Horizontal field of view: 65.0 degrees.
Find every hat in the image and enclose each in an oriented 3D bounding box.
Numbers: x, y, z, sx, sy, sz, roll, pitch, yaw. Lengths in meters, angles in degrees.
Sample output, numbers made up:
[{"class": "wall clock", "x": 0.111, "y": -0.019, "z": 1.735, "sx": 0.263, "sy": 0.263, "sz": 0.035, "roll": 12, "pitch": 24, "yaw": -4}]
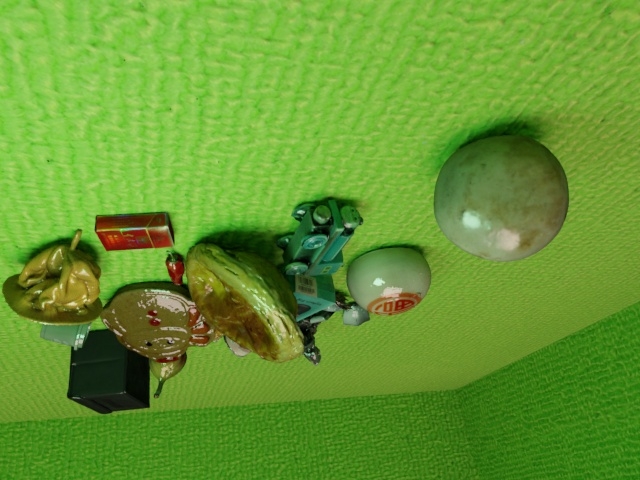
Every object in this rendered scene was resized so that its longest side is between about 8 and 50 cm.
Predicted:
[{"class": "hat", "x": -0.671, "y": 0.064, "z": 1.316, "sx": 0.233, "sy": 0.244, "sz": 0.233, "roll": -60, "pitch": 161, "yaw": 20}]

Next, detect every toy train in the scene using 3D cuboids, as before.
[{"class": "toy train", "x": 0.000, "y": 0.000, "z": 1.386, "sx": 0.194, "sy": 0.119, "sz": 0.298, "roll": -4, "pitch": 152, "yaw": -24}]

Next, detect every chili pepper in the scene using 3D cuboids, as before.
[{"class": "chili pepper", "x": -0.424, "y": 0.084, "z": 1.476, "sx": 0.050, "sy": 0.059, "sz": 0.191, "roll": -10, "pitch": 150, "yaw": -12}]

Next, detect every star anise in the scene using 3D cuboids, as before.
[{"class": "star anise", "x": -0.050, "y": 0.349, "z": 1.934, "sx": 0.129, "sy": 0.212, "sz": 0.282, "roll": 3, "pitch": 144, "yaw": 5}]

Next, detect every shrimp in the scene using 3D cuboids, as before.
[{"class": "shrimp", "x": 0.060, "y": 0.227, "z": 1.862, "sx": 0.233, "sy": 0.079, "sz": 0.090, "roll": 17, "pitch": 179, "yaw": -42}]

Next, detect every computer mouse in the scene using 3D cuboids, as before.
[{"class": "computer mouse", "x": 0.145, "y": 0.317, "z": 2.050, "sx": 0.113, "sy": 0.068, "sz": 0.229, "roll": -9, "pitch": 152, "yaw": 4}]

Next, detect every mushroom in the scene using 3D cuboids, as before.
[{"class": "mushroom", "x": 0.414, "y": -0.093, "z": 1.186, "sx": 0.298, "sy": 0.297, "sz": 0.290, "roll": -14, "pitch": 175, "yaw": 9}]

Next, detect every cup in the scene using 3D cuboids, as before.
[{"class": "cup", "x": -0.870, "y": 0.305, "z": 1.717, "sx": 0.141, "sy": 0.119, "sz": 0.120, "roll": 18, "pitch": 144, "yaw": -18}]

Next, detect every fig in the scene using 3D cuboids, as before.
[{"class": "fig", "x": -0.658, "y": 0.523, "z": 2.079, "sx": 0.160, "sy": 0.230, "sz": 0.143, "roll": -26, "pitch": 107, "yaw": 39}]

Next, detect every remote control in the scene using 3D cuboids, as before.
[{"class": "remote control", "x": 0.017, "y": 0.271, "z": 1.875, "sx": 0.065, "sy": 0.029, "sz": 0.166, "roll": -17, "pitch": -175, "yaw": 22}]

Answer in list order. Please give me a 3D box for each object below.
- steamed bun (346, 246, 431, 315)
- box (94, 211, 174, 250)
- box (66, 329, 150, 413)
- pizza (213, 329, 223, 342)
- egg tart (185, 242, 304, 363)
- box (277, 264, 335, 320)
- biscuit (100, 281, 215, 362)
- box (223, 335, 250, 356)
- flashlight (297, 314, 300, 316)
[{"class": "steamed bun", "x": 0.228, "y": 0.149, "z": 1.648, "sx": 0.283, "sy": 0.177, "sz": 0.283, "roll": -6, "pitch": 151, "yaw": -3}, {"class": "box", "x": -0.469, "y": -0.020, "z": 1.281, "sx": 0.175, "sy": 0.048, "sz": 0.112, "roll": -4, "pitch": 151, "yaw": -8}, {"class": "box", "x": -0.811, "y": 0.515, "z": 1.966, "sx": 0.205, "sy": 0.251, "sz": 0.345, "roll": -6, "pitch": 153, "yaw": -5}, {"class": "pizza", "x": -0.443, "y": 0.289, "z": 1.817, "sx": 0.324, "sy": 0.089, "sz": 0.223, "roll": 3, "pitch": 142, "yaw": -16}, {"class": "egg tart", "x": -0.201, "y": 0.168, "z": 1.459, "sx": 0.443, "sy": 0.178, "sz": 0.443, "roll": 29, "pitch": 144, "yaw": 23}, {"class": "box", "x": -0.129, "y": 0.199, "z": 1.707, "sx": 0.311, "sy": 0.118, "sz": 0.205, "roll": -29, "pitch": 144, "yaw": 33}, {"class": "biscuit", "x": -0.533, "y": 0.286, "z": 1.688, "sx": 0.359, "sy": 0.074, "sz": 0.380, "roll": -2, "pitch": 128, "yaw": -3}, {"class": "box", "x": -0.276, "y": 0.354, "z": 1.887, "sx": 0.135, "sy": 0.151, "sz": 0.151, "roll": -38, "pitch": 142, "yaw": 19}, {"class": "flashlight", "x": -0.096, "y": 0.253, "z": 1.661, "sx": 0.052, "sy": 0.031, "sz": 0.110, "roll": 18, "pitch": 153, "yaw": -1}]
